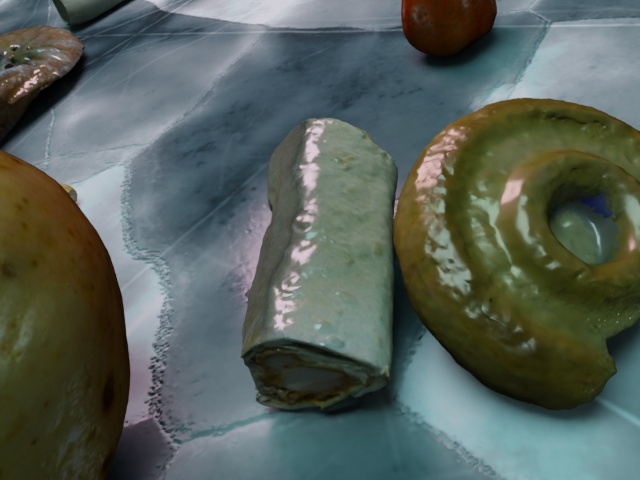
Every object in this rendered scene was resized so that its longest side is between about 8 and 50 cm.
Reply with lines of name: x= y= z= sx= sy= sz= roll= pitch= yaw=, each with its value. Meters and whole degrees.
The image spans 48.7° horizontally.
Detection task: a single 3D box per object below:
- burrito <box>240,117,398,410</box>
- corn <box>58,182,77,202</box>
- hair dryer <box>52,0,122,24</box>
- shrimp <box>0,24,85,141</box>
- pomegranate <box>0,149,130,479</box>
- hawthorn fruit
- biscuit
burrito: x=-0.002 y=0.002 z=0.627 sx=0.143 sy=0.105 sz=0.299 roll=-40 pitch=31 yaw=36
corn: x=-0.352 y=-0.057 z=0.906 sx=0.092 sy=0.037 sz=0.037 roll=3 pitch=47 yaw=23
hair dryer: x=-0.451 y=-0.507 z=1.422 sx=0.206 sy=0.075 sz=0.237 roll=-31 pitch=33 yaw=-21
shrimp: x=-0.502 y=-0.244 z=1.132 sx=0.221 sy=0.109 sz=0.445 roll=-10 pitch=38 yaw=1
pomegranate: x=-0.332 y=0.105 z=0.475 sx=0.410 sy=0.410 sz=0.410 roll=-12 pitch=42 yaw=11
hawthorn fruit: x=0.158 y=-0.293 z=0.878 sx=0.128 sy=0.128 sz=0.128 roll=-12 pitch=42 yaw=11
biscuit: x=0.169 y=-0.014 z=0.560 sx=0.213 sy=0.091 sz=0.274 roll=29 pitch=62 yaw=9
